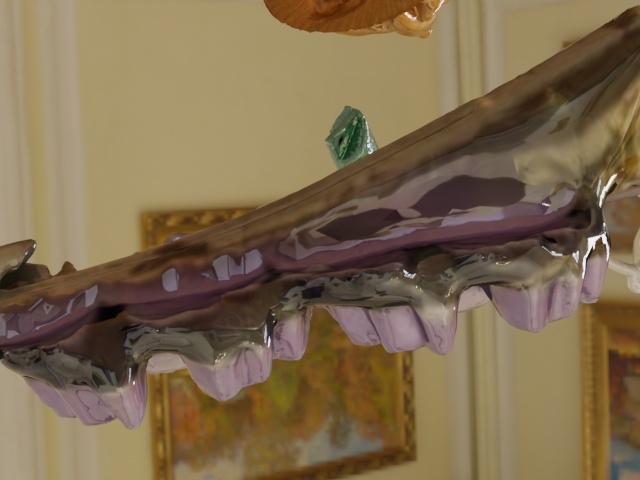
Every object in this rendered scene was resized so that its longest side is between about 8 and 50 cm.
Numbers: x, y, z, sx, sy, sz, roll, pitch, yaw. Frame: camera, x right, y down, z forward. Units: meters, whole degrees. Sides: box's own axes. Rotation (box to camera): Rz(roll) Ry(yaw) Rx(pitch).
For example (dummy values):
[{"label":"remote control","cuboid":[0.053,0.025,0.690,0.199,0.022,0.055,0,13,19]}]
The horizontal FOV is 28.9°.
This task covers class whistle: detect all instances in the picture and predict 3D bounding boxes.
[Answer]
[{"label":"whistle","cuboid":[0.042,-0.039,0.979,0.039,0.039,0.186,-1,151,19]}]

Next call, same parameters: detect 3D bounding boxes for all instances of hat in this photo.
[{"label":"hat","cuboid":[0.079,-0.268,1.294,0.244,0.233,0.233,20,170,31]}]

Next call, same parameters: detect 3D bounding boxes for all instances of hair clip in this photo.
[{"label":"hair clip","cuboid":[0.000,0.000,0.410,0.292,0.084,0.106,-18,-155,-2]}]

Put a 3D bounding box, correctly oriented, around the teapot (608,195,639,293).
[{"label":"teapot","cuboid":[0.423,-0.002,1.318,0.300,0.165,0.208,10,-166,0]}]
